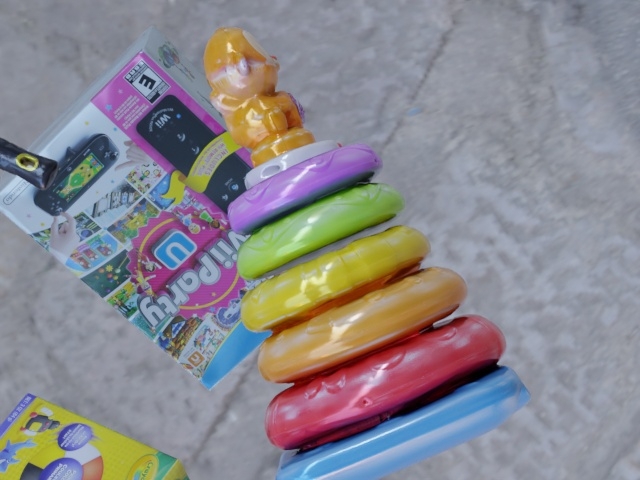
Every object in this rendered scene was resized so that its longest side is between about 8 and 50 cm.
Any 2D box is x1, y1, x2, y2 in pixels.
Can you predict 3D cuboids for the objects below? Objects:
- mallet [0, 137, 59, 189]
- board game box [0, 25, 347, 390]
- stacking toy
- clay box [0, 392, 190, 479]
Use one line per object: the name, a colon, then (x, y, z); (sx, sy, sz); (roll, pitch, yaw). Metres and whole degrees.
mallet: (-0.231, -0.082, 0.832); (0.190, 0.039, 0.062); (18, 69, 7)
board game box: (-0.143, -0.029, 1.492); (0.224, 0.097, 0.303); (-43, 109, 14)
stacking toy: (0.000, 0.000, 0.932); (0.166, 0.175, 0.302); (-23, 86, -2)
clay box: (-0.218, 0.232, 1.331); (0.222, 0.127, 0.053); (17, 145, 32)
